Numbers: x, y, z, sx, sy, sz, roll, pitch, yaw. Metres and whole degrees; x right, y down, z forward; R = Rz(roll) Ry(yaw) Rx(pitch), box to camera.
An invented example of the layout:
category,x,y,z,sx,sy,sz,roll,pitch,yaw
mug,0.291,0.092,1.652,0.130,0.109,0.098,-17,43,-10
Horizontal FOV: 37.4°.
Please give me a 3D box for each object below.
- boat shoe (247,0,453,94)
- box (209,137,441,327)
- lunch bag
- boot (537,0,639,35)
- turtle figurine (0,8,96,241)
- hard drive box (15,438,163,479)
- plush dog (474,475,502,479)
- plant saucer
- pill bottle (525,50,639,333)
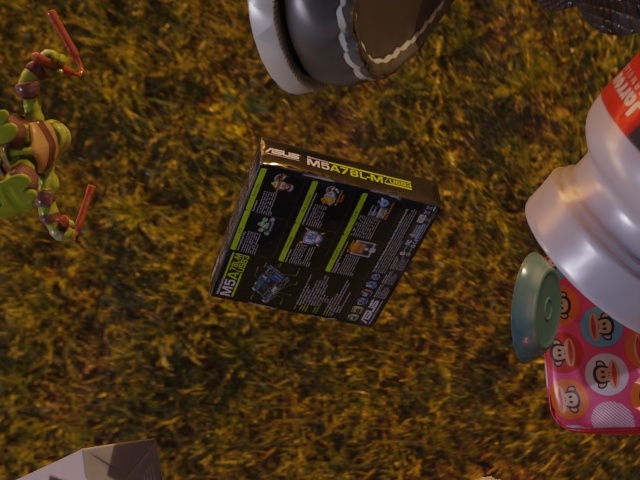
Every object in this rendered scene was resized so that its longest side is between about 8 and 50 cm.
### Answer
category,x,y,z,sx,sy,sz,roll,pitch,yaw
boat shoe,0.069,-0.184,0.388,0.091,0.109,0.305,15,65,28
box,0.000,0.000,0.944,0.184,0.191,0.045,14,42,-12
lunch bag,0.474,0.147,1.442,0.258,0.120,0.293,-7,85,33
boot,0.502,-0.427,1.496,0.222,0.338,0.118,-18,118,-7
turtle figurine,-0.319,-0.114,1.029,0.087,0.217,0.270,1,104,2
hard drive box,-0.253,0.331,1.025,0.232,0.089,0.181,-32,65,47
plush dog,0.280,0.445,1.183,0.225,0.210,0.263,-3,105,-9
plant saucer,0.234,0.072,1.006,0.021,0.119,0.119,3,83,32
pill bottle,0.350,-0.099,0.759,0.210,0.210,0.363,51,118,20
